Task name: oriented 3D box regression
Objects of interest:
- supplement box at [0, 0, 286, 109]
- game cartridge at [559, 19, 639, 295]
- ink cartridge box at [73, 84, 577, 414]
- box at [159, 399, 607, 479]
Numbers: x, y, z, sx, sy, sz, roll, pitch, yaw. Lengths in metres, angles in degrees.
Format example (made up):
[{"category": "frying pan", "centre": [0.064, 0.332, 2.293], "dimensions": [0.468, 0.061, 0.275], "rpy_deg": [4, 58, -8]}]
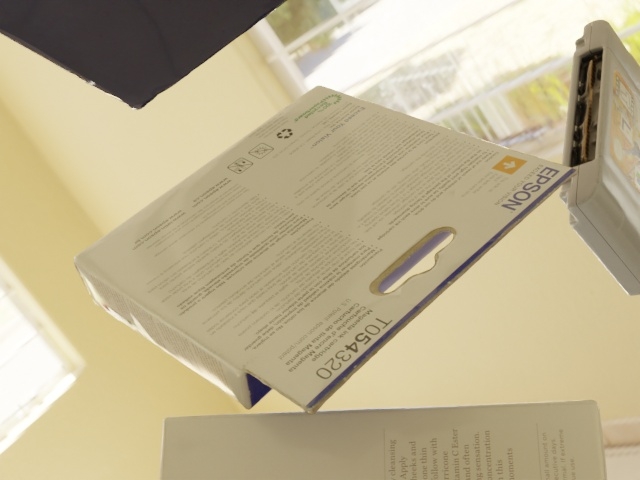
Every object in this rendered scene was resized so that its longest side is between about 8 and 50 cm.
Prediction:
[{"category": "supplement box", "centre": [-0.114, -0.292, 0.546], "dimensions": [0.195, 0.194, 0.356], "rpy_deg": [-29, 51, 31]}, {"category": "game cartridge", "centre": [0.355, -0.095, 1.140], "dimensions": [0.062, 0.198, 0.297], "rpy_deg": [-23, 39, 40]}, {"category": "ink cartridge box", "centre": [0.000, 0.000, 0.867], "dimensions": [0.324, 0.071, 0.330], "rpy_deg": [-38, 43, -26]}, {"category": "box", "centre": [0.060, 0.243, 0.825], "dimensions": [0.345, 0.168, 0.215], "rpy_deg": [-4, -22, 11]}]
